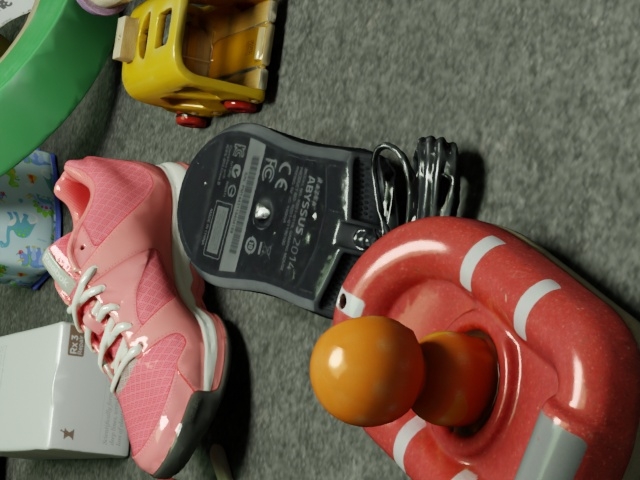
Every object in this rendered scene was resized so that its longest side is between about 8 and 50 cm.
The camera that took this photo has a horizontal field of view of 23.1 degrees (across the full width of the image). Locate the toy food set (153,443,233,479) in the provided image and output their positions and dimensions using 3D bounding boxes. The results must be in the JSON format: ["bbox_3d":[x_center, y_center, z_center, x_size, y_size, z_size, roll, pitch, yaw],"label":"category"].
[{"bbox_3d":[-0.138,0.253,1.229,0.218,0.071,0.128,-56,36,37],"label":"toy food set"}]

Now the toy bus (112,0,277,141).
[{"bbox_3d":[-0.117,-0.157,1.300,0.202,0.104,0.191,-60,33,31],"label":"toy bus"}]

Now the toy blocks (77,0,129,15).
[{"bbox_3d":[-0.267,-0.344,1.372,0.260,0.288,0.309,-3,58,55],"label":"toy blocks"}]

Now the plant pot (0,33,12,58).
[{"bbox_3d":[-0.406,-0.199,1.868,0.134,0.095,0.134,-30,55,55],"label":"plant pot"}]

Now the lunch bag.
[{"bbox_3d":[-0.346,-0.034,1.662,0.096,0.128,0.151,-32,54,54],"label":"lunch bag"}]

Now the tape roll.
[{"bbox_3d":[-0.357,-0.183,1.622,0.321,0.077,0.321,-24,41,23],"label":"tape roll"}]

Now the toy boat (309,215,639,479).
[{"bbox_3d":[0.063,0.072,0.830,0.231,0.151,0.151,43,118,58],"label":"toy boat"}]

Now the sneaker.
[{"bbox_3d":[-0.159,0.055,1.254,0.116,0.136,0.314,-55,32,38],"label":"sneaker"}]

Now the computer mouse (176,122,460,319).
[{"bbox_3d":[0.000,0.000,1.074,0.272,0.072,0.189,24,100,49],"label":"computer mouse"}]

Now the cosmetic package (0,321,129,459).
[{"bbox_3d":[-0.253,0.146,1.473,0.231,0.085,0.117,-11,71,59],"label":"cosmetic package"}]
